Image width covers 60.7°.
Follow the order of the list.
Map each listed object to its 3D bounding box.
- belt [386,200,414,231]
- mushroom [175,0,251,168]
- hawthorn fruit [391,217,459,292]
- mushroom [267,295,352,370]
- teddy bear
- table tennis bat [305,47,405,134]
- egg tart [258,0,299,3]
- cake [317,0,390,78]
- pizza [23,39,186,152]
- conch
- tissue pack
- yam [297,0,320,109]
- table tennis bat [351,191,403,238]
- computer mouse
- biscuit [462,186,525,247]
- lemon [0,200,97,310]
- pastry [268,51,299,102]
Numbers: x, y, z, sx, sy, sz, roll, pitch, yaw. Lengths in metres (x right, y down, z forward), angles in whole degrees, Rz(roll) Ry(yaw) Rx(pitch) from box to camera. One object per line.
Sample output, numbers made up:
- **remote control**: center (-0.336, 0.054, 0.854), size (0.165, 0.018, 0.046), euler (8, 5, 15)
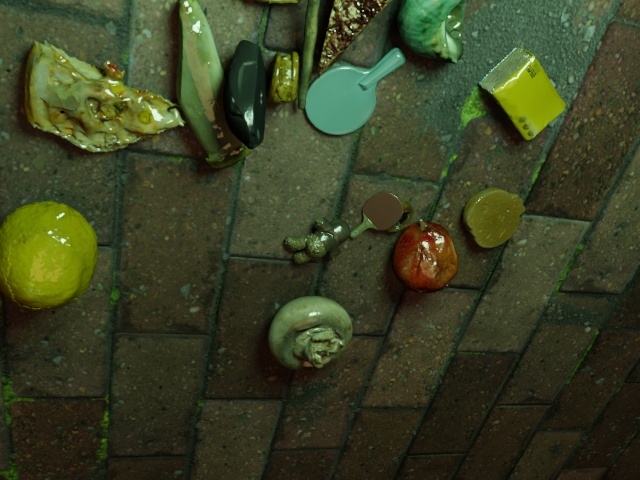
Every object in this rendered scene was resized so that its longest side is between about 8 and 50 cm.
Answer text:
- **belt**: center (0.195, -0.060, 1.359), size (0.083, 0.036, 0.059), euler (-45, 128, 16)
- **mushroom**: center (-0.229, -0.294, 1.070), size (0.107, 0.087, 0.333), euler (-20, 121, -3)
- **hawthorn fruit**: center (0.268, 0.045, 1.372), size (0.174, 0.173, 0.179), euler (16, 119, -23)
- **mushroom**: center (-0.024, 0.253, 1.422), size (0.227, 0.178, 0.226), euler (-12, 133, -13)
- **teddy bear**: center (0.000, 0.005, 1.326), size (0.160, 0.078, 0.119), euler (-26, 121, 5)
- **table tennis bat**: center (0.075, -0.322, 1.159), size (0.237, 0.038, 0.149), euler (-36, 122, 15)
- **egg tart**: center (-0.078, -0.547, 0.927), size (0.291, 0.107, 0.290), euler (-7, 123, -11)
- **cake**: center (0.040, -0.443, 1.025), size (0.135, 0.112, 0.246), euler (43, 119, -12)
- **pizza**: center (-0.416, -0.251, 1.055), size (0.297, 0.071, 0.189), euler (18, 116, -25)
- **conch**: center (0.225, -0.445, 1.064), size (0.176, 0.122, 0.188), euler (-18, 130, -35)
- **tissue pack**: center (0.454, -0.325, 1.223), size (0.120, 0.082, 0.169), euler (-42, 122, 13)
- **yam**: center (-0.022, -0.360, 1.063), size (0.029, 0.027, 0.234), euler (-16, 138, -26)
- **table tennis bat**: center (0.133, -0.056, 1.341), size (0.156, 0.013, 0.087), euler (-41, 95, 25)
- **computer mouse**: center (-0.144, -0.271, 1.032), size (0.074, 0.217, 0.122), euler (1, 153, 5)
- **biscuit**: center (0.445, -0.067, 1.412), size (0.170, 0.050, 0.170), euler (-8, 118, -16)
- **lemon**: center (-0.566, 0.033, 1.125), size (0.204, 0.204, 0.260), euler (15, 116, -23)
- **pastry**: center (-0.072, -0.322, 1.082), size (0.057, 0.109, 0.097), euler (4, 165, -5)
